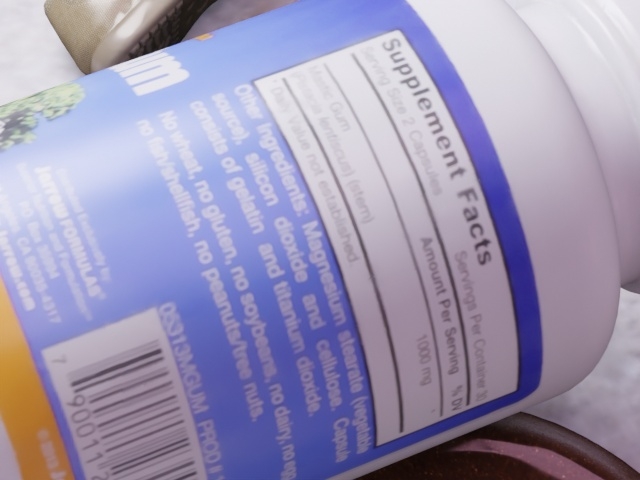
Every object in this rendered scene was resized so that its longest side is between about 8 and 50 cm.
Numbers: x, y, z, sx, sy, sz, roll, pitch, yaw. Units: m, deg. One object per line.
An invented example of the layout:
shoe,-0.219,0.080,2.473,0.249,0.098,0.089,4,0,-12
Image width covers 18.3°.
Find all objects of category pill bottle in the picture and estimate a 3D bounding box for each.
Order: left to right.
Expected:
pill bottle,0.000,0.000,0.640,0.272,0.152,0.152,-21,62,-14

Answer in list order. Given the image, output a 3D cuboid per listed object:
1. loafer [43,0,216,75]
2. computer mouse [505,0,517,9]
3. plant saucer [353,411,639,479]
loafer,-0.055,-0.120,0.794,0.050,0.056,0.148,36,56,6
computer mouse,0.048,-0.061,0.782,0.106,0.042,0.193,38,57,16
plant saucer,0.054,0.131,0.654,0.198,0.036,0.199,5,55,-7
